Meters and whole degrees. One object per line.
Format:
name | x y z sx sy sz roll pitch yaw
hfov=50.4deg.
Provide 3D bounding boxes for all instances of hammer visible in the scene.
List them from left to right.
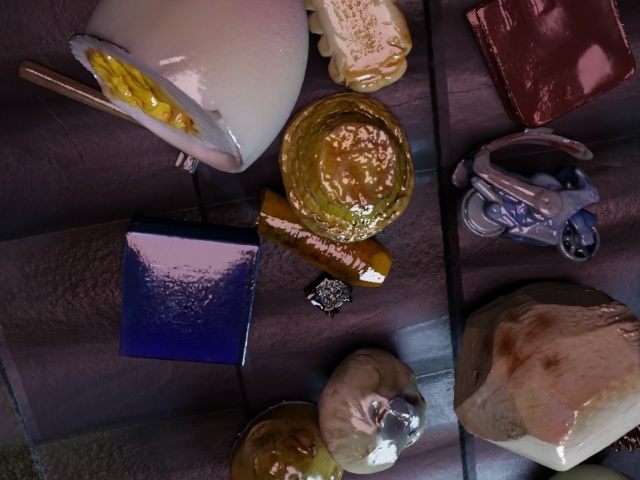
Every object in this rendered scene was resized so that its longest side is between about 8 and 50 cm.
hammer | -0.387 -0.249 1.295 0.366 0.043 0.111 23 108 -12

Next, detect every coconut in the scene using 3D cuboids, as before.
coconut | 0.466 0.277 1.409 0.416 0.415 0.344 -29 90 5

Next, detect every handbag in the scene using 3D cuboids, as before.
handbag | 0.447 -0.384 1.307 0.260 0.084 0.275 -29 111 6

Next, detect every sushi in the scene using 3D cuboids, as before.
sushi | 0.024 0.113 1.472 0.083 0.056 0.085 -45 108 4

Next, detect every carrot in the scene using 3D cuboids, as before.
carrot | 0.000 0.000 1.392 0.302 0.114 0.114 26 106 -12

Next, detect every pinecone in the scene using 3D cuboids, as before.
pinecone | 0.713 0.431 1.624 0.165 0.163 0.162 -26 112 18

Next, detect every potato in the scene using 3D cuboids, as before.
potato | -0.083 0.538 1.553 0.247 0.196 0.299 14 111 -10

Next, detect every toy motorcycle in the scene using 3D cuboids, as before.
toy motorcycle | 0.436 -0.099 1.362 0.319 0.182 0.240 14 109 -10

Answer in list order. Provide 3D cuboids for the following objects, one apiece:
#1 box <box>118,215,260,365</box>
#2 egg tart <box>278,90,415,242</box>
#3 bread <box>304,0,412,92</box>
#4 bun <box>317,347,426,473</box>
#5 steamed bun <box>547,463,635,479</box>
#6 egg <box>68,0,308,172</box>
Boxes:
box | -0.271 0.107 1.407 0.262 0.116 0.278 6 109 -8
egg tart | 0.061 -0.143 1.301 0.294 0.123 0.293 0 90 -12
bread | 0.054 -0.422 1.227 0.173 0.121 0.311 -19 112 5
bun | 0.119 0.371 1.488 0.273 0.168 0.272 -1 93 -29
steamed bun | 0.647 0.698 1.625 0.206 0.324 0.324 21 108 -31
egg | -0.174 -0.340 1.134 0.355 0.354 0.339 37 76 -18
